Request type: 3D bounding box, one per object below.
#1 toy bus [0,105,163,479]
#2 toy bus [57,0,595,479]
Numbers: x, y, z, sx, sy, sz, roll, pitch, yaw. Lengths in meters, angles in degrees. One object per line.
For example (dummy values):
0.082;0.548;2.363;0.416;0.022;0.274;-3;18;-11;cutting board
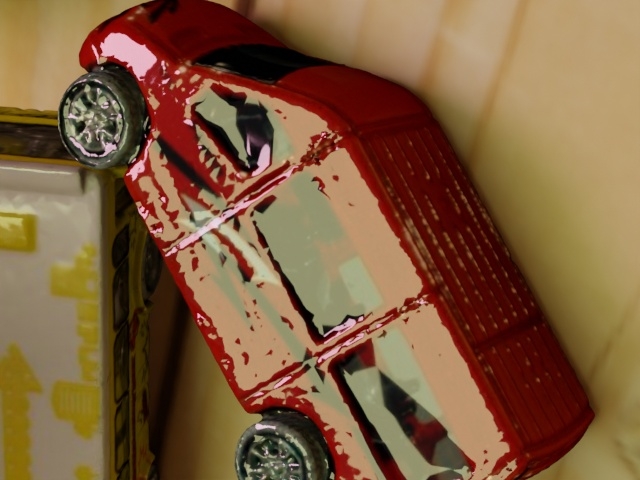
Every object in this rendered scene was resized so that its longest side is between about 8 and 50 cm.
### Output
-0.106;0.064;0.579;0.081;0.074;0.226;7;110;9;toy bus
0.000;0.000;0.486;0.089;0.081;0.195;-33;81;31;toy bus
